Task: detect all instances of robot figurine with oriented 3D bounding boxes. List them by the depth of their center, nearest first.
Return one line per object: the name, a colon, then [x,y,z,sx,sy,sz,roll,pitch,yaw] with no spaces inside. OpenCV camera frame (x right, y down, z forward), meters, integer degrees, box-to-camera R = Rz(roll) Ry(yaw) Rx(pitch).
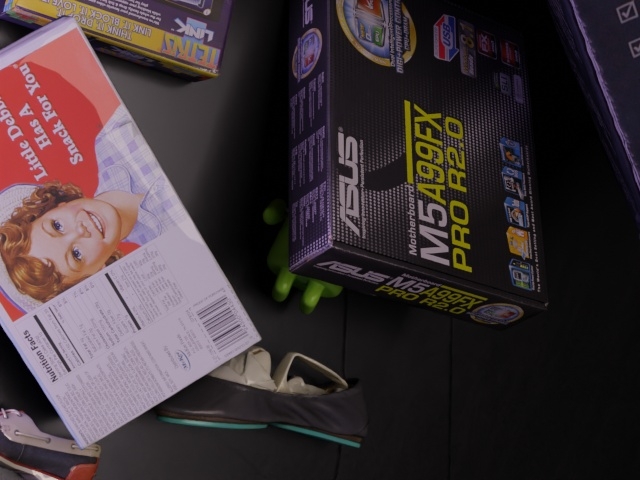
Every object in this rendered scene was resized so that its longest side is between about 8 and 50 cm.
robot figurine: [0.000,0.000,1.120,0.101,0.067,0.115,25,74,3]

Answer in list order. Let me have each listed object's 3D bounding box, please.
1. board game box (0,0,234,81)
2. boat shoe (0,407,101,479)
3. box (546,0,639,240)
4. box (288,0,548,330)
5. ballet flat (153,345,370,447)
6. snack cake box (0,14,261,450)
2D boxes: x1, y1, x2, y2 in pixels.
board game box: [-0.144,-0.211,1.045,0.170,0.048,0.141,16,83,-31]
boat shoe: [-0.218,0.144,0.992,0.137,0.049,0.043,30,70,-31]
box: [0.389,-0.299,1.061,0.480,0.297,0.471,-22,122,10]
box: [0.077,-0.079,1.121,0.216,0.060,0.270,18,58,-31]
ballet flat: [-0.042,0.119,1.092,0.203,0.074,0.074,14,82,-38]
snack cake box: [-0.174,-0.007,0.975,0.152,0.089,0.264,-31,106,-7]
